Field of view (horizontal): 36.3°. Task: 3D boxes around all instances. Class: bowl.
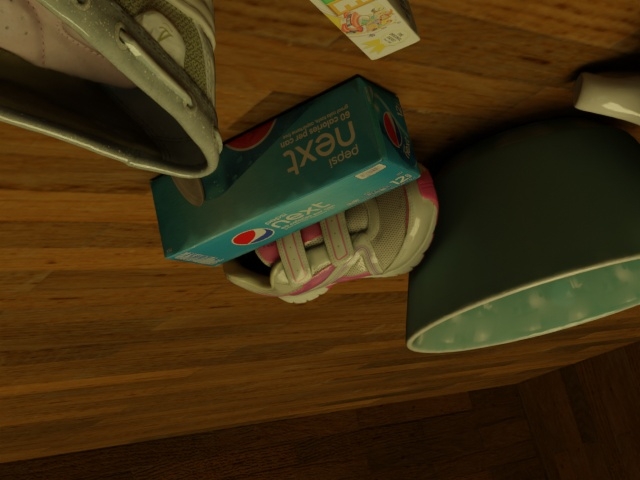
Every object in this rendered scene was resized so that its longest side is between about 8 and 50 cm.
[{"bbox_3d":[0.213,-0.010,0.955,0.312,0.163,0.311,-14,164,-4],"label":"bowl"}]

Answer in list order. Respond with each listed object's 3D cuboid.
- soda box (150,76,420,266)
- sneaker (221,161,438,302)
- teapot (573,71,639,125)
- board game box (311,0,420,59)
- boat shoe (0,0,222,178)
[{"bbox_3d":[-0.032,-0.048,0.774,0.210,0.071,0.067,-23,161,27],"label":"soda box"},{"bbox_3d":[0.000,0.000,0.912,0.111,0.103,0.252,0,158,-46],"label":"sneaker"},{"bbox_3d":[0.355,-0.067,0.727,0.187,0.252,0.256,-8,164,-34],"label":"teapot"},{"bbox_3d":[-0.007,-0.149,0.401,0.026,0.103,0.154,-20,164,19],"label":"board game box"},{"bbox_3d":[-0.157,-0.100,0.434,0.118,0.103,0.320,-23,162,27],"label":"boat shoe"}]
